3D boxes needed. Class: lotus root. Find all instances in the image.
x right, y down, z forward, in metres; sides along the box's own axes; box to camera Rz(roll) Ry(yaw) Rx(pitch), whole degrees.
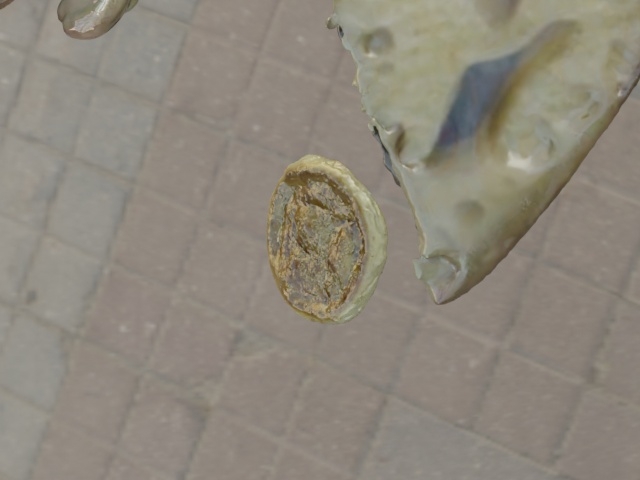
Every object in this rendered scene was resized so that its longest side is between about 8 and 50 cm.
[{"bbox_3d":[0.080,-0.118,0.785,0.170,0.074,0.260,-24,99,5],"label":"lotus root"}]

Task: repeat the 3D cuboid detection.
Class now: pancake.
[{"bbox_3d":[0.000,0.000,1.453,0.158,0.028,0.158,11,106,45],"label":"pancake"}]

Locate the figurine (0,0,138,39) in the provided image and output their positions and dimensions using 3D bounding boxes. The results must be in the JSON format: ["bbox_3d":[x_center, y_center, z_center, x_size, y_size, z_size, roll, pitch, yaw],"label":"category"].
[{"bbox_3d":[-0.168,-0.149,0.673,0.257,0.167,0.192,-25,119,1],"label":"figurine"}]
